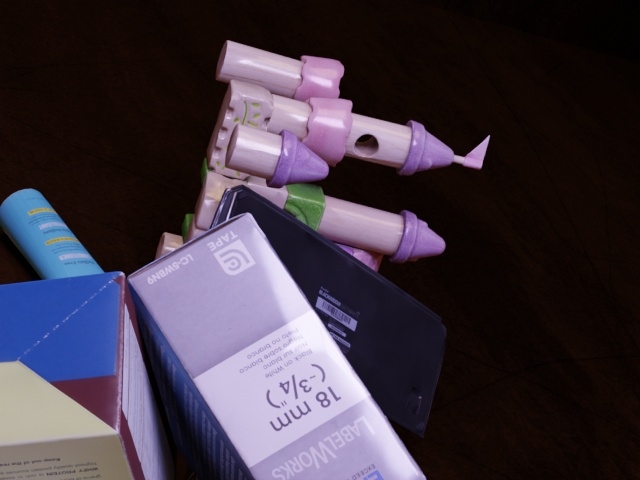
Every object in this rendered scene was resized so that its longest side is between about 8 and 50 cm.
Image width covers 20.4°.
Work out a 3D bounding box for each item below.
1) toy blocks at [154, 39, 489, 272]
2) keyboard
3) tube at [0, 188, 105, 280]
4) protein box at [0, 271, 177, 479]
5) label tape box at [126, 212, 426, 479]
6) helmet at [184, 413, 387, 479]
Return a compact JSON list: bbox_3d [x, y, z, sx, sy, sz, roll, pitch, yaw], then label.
[{"bbox_3d":[0.000,0.000,1.729,0.260,0.288,0.309,15,21,-13],"label":"toy blocks"},{"bbox_3d":[-0.005,0.102,1.599,0.033,0.201,0.317,-5,-30,44],"label":"keyboard"},{"bbox_3d":[-0.247,0.030,1.748,0.080,0.052,0.207,-8,43,-40],"label":"tube"},{"bbox_3d":[-0.210,0.145,1.190,0.200,0.201,0.136,-6,47,3],"label":"protein box"},{"bbox_3d":[-0.007,0.178,1.251,0.106,0.240,0.333,-30,72,-14],"label":"label tape box"},{"bbox_3d":[-0.027,0.193,1.459,0.161,0.169,0.169,25,15,-45],"label":"helmet"}]
